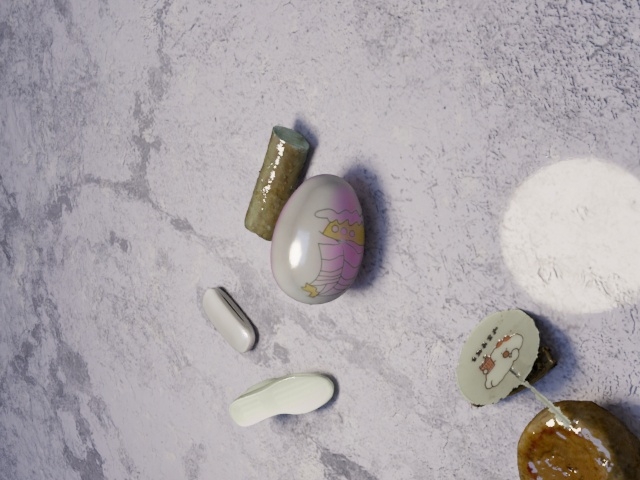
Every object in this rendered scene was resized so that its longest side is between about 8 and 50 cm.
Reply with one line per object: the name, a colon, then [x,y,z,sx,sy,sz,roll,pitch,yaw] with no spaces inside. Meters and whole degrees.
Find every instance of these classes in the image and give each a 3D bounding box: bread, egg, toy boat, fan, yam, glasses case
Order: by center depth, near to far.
bread: [0.441,0.375,1.510,0.230,0.123,0.229,16,113,42]
fan: [0.340,0.233,1.559,0.190,0.009,0.329,-54,29,4]
toy boat: [0.340,0.245,1.627,0.206,0.072,0.064,-43,68,42]
egg: [0.000,0.000,1.857,0.196,0.196,0.271,37,110,36]
yam: [-0.100,-0.122,2.010,0.093,0.093,0.259,41,124,34]
glasses case: [-0.227,0.195,2.222,0.197,0.049,0.076,46,127,31]

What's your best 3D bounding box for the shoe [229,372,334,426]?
shoe: [-0.082,0.346,2.071,0.265,0.110,0.095,-19,99,20]
